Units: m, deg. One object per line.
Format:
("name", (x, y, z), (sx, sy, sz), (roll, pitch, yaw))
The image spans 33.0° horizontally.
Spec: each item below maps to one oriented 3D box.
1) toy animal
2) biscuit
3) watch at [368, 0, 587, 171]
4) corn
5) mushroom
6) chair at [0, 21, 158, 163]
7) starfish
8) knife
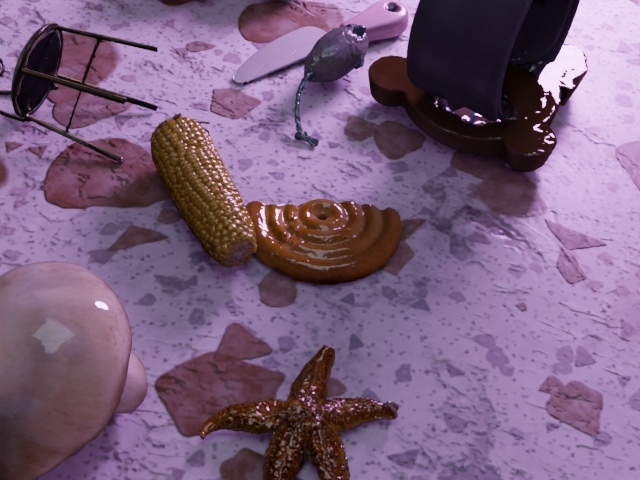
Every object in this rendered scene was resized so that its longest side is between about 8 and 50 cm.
("toy animal", (0.006, -0.260, 1.688), (0.079, 0.070, 0.253), (10, 52, 28))
("biscuit", (0.000, -0.001, 1.479), (0.224, 0.033, 0.144), (4, 47, 0))
("watch", (0.268, -0.327, 1.605), (0.314, 0.327, 0.335), (29, 51, 20))
("corn", (-0.162, -0.071, 1.490), (0.091, 0.091, 0.260), (-2, 44, -34))
("mushroom", (-0.299, 0.152, 1.208), (0.260, 0.234, 0.254), (25, 90, 50))
("chair", (-0.414, -0.240, 1.585), (0.326, 0.170, 0.160), (20, 50, 5))
("starfish", (-0.023, 0.221, 1.267), (0.240, 0.043, 0.227), (-2, 47, -4))
("knife", (-0.004, -0.334, 1.783), (0.336, 0.043, 0.081), (-22, 54, -21))
